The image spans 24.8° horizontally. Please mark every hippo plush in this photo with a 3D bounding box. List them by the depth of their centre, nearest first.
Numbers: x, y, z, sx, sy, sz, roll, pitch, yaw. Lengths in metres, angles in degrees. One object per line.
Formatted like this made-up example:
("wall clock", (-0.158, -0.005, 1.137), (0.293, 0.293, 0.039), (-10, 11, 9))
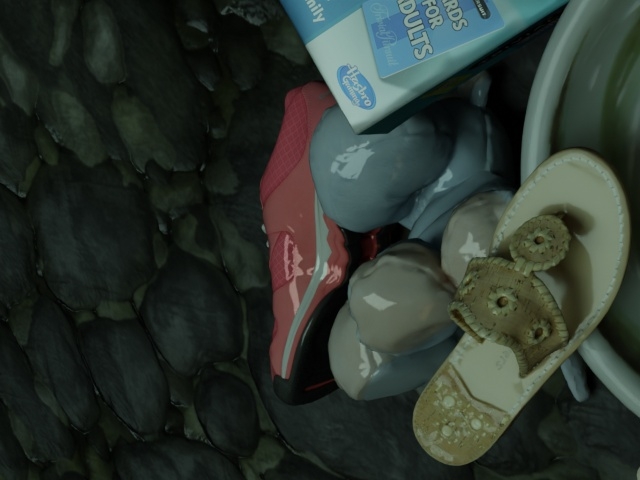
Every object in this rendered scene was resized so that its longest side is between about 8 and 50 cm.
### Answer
("hippo plush", (0.121, -0.028, 1.102), (0.234, 0.294, 0.236), (-48, 50, 45))

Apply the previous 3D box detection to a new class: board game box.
("board game box", (0.108, -0.264, 0.969), (0.336, 0.079, 0.254), (-31, 85, 20))

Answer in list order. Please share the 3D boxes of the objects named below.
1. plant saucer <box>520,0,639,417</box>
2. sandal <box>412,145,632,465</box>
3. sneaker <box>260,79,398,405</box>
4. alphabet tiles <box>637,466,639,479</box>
("plant saucer", (0.327, -0.043, 0.893), (0.400, 0.100, 0.400), (5, 105, 20))
("sandal", (0.115, 0.058, 0.910), (0.088, 0.079, 0.240), (34, 120, 16))
("sneaker", (0.001, 0.000, 1.322), (0.136, 0.116, 0.314), (37, 126, 42))
("alphabet tiles", (0.358, 0.219, 1.013), (0.278, 0.021, 0.284), (-18, 96, 51))
